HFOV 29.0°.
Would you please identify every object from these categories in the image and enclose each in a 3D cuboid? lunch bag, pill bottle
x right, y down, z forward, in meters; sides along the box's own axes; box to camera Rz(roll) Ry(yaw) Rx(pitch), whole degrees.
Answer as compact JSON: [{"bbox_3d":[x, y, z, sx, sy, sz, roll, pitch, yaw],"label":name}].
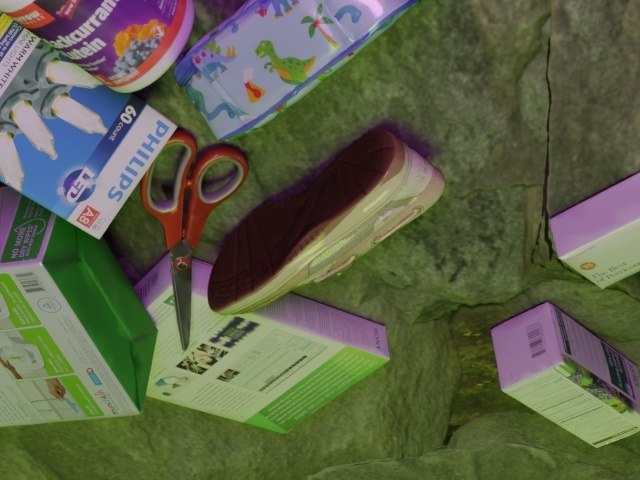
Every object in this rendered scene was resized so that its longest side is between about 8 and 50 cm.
[{"bbox_3d":[-0.006,-0.180,1.016,0.219,0.176,0.090,-32,97,35],"label":"lunch bag"},{"bbox_3d":[-0.203,-0.211,0.997,0.108,0.108,0.193,-28,138,28],"label":"pill bottle"}]

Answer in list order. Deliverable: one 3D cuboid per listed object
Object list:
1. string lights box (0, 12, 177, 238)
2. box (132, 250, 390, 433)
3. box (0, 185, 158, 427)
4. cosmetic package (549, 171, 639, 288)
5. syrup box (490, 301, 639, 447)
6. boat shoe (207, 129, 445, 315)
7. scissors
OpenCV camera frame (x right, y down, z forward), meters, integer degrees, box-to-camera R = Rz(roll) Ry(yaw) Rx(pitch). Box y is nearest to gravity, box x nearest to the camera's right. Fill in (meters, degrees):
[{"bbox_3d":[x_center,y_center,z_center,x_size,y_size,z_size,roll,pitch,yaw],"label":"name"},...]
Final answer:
[{"bbox_3d":[-0.267,-0.123,1.088,0.260,0.077,0.133,35,89,-42],"label":"string lights box"},{"bbox_3d":[-0.109,0.136,1.531,0.322,0.058,0.232,23,136,-30],"label":"box"},{"bbox_3d":[-0.333,0.079,1.319,0.231,0.126,0.262,-7,137,15],"label":"box"},{"bbox_3d":[0.379,-0.034,1.348,0.239,0.060,0.099,-30,136,31],"label":"cosmetic package"},{"bbox_3d":[0.328,0.179,1.605,0.096,0.093,0.237,-30,137,30],"label":"syrup box"},{"bbox_3d":[0.000,0.000,1.316,0.098,0.109,0.302,29,127,-36],"label":"boat shoe"},{"bbox_3d":[-0.158,0.008,1.322,0.109,0.021,0.297,4,130,-22],"label":"scissors"}]
